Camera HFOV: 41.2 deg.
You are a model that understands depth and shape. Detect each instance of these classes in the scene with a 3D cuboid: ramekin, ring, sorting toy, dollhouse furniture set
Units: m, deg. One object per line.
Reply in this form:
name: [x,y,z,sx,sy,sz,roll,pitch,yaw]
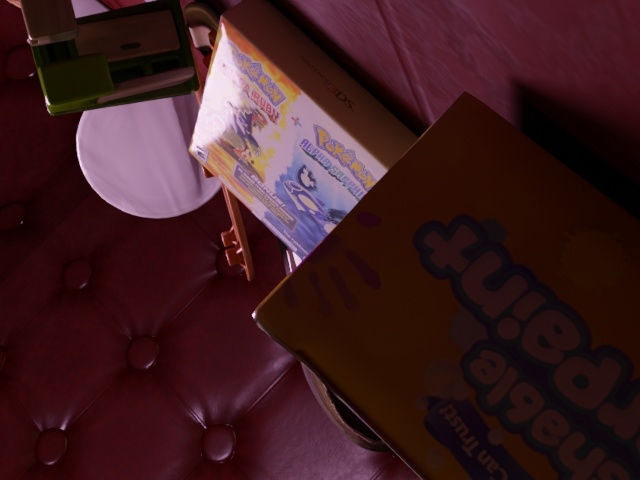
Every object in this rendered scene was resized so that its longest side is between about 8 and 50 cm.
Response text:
ramekin: [-0.294,-0.185,1.538,0.273,0.273,0.127,45,-171,-23]
ring: [-0.142,-0.107,1.103,0.336,0.032,0.336,164,90,-84]
sorting toy: [-0.073,-0.157,0.914,0.196,0.047,0.348,44,177,-2]
dollhouse furniture set: [-0.209,-0.276,0.774,0.197,0.151,0.301,-167,63,-73]

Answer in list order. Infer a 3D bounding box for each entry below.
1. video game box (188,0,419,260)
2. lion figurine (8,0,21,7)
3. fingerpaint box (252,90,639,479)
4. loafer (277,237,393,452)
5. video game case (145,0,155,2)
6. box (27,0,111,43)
video game box: [-0.011,-0.064,0.686,0.205,0.048,0.187,43,147,8]
lion figurine: [-0.372,-0.381,0.851,0.142,0.240,0.392,12,143,22]
fingerpaint box: [0.212,0.167,0.493,0.445,0.163,0.371,42,177,22]
loafer: [0.029,0.079,0.987,0.130,0.134,0.366,174,75,-81]
video game case: [-0.225,-0.321,0.991,0.119,0.015,0.166,44,177,11]
box: [-0.423,-0.346,1.764,0.345,0.168,0.215,42,176,42]
